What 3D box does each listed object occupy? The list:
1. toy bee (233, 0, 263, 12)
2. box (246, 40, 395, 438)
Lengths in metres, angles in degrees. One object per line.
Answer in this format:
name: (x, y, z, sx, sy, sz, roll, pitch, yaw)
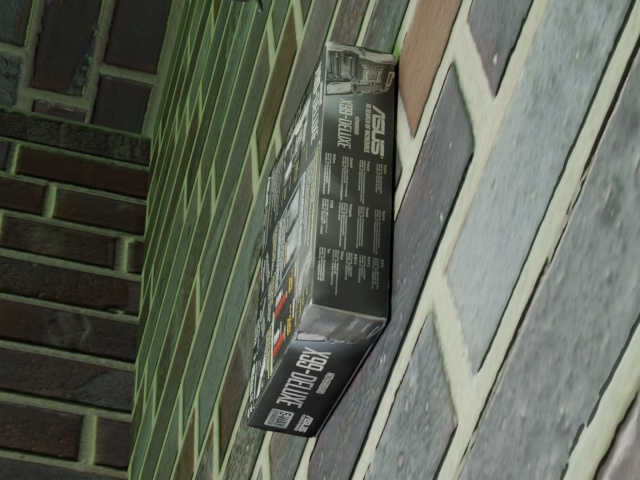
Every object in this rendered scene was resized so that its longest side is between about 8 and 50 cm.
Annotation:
toy bee: (0.059, -0.287, 1.346, 0.195, 0.162, 0.298, 56, -135, -44)
box: (0.000, 0.000, 1.487, 0.242, 0.076, 0.307, 117, 161, -53)
